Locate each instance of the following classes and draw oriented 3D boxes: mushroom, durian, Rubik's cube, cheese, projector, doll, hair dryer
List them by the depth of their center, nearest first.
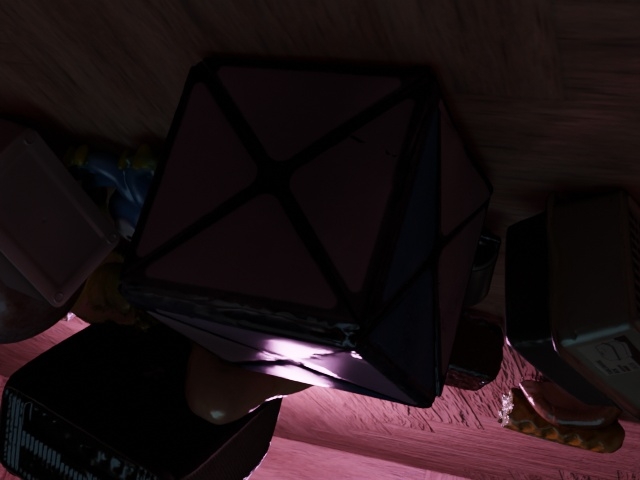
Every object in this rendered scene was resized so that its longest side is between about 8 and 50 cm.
[{"bbox_3d":[0.000,0.000,1.120,0.310,0.305,0.307,7,159,24],"label":"Rubik's cube"},{"bbox_3d":[0.128,-0.001,1.383,0.248,0.078,0.195,18,159,12],"label":"hair dryer"},{"bbox_3d":[-0.227,-0.047,1.472,0.346,0.098,0.341,17,162,-11],"label":"doll"},{"bbox_3d":[-0.082,0.218,1.803,0.328,0.351,0.129,12,117,-15],"label":"cheese"},{"bbox_3d":[-0.332,0.343,1.845,0.395,0.405,0.242,26,120,18],"label":"projector"},{"bbox_3d":[-0.346,0.105,1.846,0.158,0.169,0.352,33,163,-35],"label":"durian"},{"bbox_3d":[0.495,0.323,1.926,0.210,0.094,0.072,1,153,25],"label":"mushroom"}]

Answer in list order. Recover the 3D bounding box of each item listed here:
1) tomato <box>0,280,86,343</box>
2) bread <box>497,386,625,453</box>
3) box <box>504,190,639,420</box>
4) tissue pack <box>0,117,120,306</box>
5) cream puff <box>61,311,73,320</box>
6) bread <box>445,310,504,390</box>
[{"bbox_3d":[-0.554,0.025,1.675,0.317,0.282,0.316,20,152,12],"label":"tomato"},{"bbox_3d":[0.514,0.387,2.077,0.269,0.087,0.098,15,157,0],"label":"bread"},{"bbox_3d":[0.352,0.083,1.209,0.166,0.220,0.290,-15,145,34],"label":"box"},{"bbox_3d":[-0.439,-0.041,1.440,0.136,0.159,0.246,17,149,42],"label":"tissue pack"},{"bbox_3d":[-0.537,0.097,2.062,0.116,0.146,0.146,40,157,-3],"label":"cream puff"},{"bbox_3d":[0.110,0.151,1.726,0.417,0.113,0.165,18,159,-1],"label":"bread"}]
